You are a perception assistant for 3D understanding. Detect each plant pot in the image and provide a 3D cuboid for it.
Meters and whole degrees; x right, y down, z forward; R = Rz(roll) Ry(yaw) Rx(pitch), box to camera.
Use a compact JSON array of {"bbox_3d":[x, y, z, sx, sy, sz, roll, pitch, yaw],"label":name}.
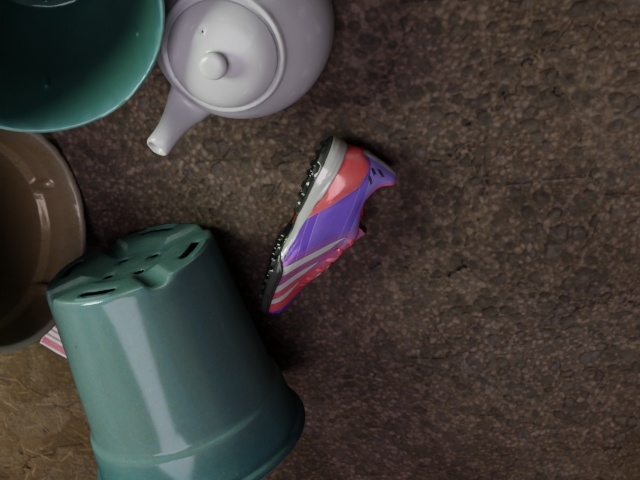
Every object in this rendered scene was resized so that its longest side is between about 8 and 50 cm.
[{"bbox_3d":[-0.337,-0.310,0.968,0.293,0.235,0.293,-8,129,-10],"label":"plant pot"},{"bbox_3d":[-0.234,0.174,1.258,0.341,0.341,0.334,-10,113,18],"label":"plant pot"},{"bbox_3d":[-0.575,-0.005,1.224,0.306,0.334,0.333,-1,123,26],"label":"plant pot"}]

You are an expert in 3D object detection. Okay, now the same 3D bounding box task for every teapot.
[{"bbox_3d":[-0.104,-0.252,1.015,0.253,0.187,0.256,-3,122,13],"label":"teapot"}]

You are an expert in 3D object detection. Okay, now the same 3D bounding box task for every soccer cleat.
[{"bbox_3d":[0.000,0.000,1.214,0.116,0.108,0.318,21,122,-8],"label":"soccer cleat"}]

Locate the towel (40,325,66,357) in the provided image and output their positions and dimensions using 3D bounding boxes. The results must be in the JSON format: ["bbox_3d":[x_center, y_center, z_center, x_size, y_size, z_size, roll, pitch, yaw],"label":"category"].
[{"bbox_3d":[-0.390,0.154,1.442,0.144,0.029,0.197,33,126,-11],"label":"towel"}]
